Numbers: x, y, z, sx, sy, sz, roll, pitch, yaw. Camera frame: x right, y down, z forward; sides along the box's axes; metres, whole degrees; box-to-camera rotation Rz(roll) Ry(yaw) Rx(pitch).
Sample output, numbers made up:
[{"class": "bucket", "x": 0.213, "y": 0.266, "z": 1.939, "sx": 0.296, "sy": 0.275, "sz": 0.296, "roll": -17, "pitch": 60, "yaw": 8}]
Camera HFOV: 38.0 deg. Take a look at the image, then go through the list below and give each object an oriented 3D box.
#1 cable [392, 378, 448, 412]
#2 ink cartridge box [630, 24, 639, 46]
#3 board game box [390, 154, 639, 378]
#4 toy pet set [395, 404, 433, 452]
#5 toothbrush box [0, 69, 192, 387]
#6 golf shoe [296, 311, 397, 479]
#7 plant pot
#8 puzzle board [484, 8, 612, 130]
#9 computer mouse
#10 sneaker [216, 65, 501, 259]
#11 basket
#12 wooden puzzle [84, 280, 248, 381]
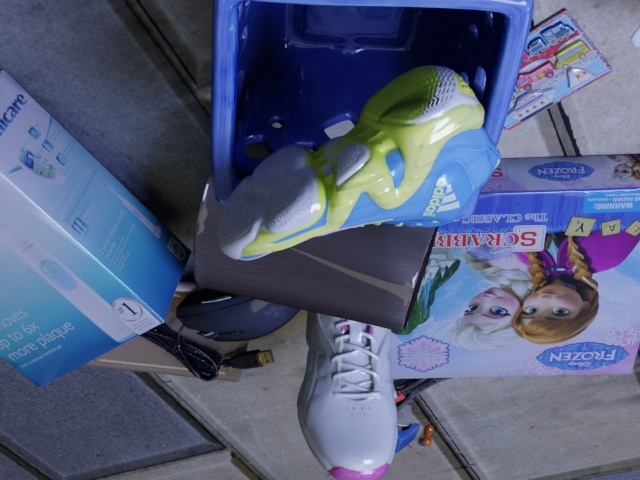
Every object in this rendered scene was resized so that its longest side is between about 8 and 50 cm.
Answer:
[{"class": "cable", "x": 0.140, "y": 0.206, "z": 1.319, "sx": 0.287, "sy": 0.072, "sz": 0.139, "roll": -14, "pitch": 132, "yaw": 16}, {"class": "ink cartridge box", "x": 0.399, "y": -0.292, "z": 0.710, "sx": 0.207, "sy": 0.119, "sz": 0.353, "roll": 9, "pitch": 147, "yaw": -9}, {"class": "board game box", "x": 0.238, "y": 0.042, "z": 1.124, "sx": 0.319, "sy": 0.065, "sz": 0.317, "roll": -2, "pitch": 133, "yaw": 3}, {"class": "toy pet set", "x": 0.121, "y": 0.309, "z": 1.440, "sx": 0.122, "sy": 0.065, "sz": 0.114, "roll": 6, "pitch": 138, "yaw": -7}, {"class": "toothbrush box", "x": -0.327, "y": -0.003, "z": 1.022, "sx": 0.216, "sy": 0.126, "sz": 0.295, "roll": -27, "pitch": 119, "yaw": 28}, {"class": "golf shoe", "x": 0.031, "y": 0.129, "z": 1.070, "sx": 0.115, "sy": 0.306, "sz": 0.140, "roll": 0, "pitch": 131, "yaw": -6}, {"class": "plant pot", "x": 0.031, "y": -0.174, "z": 0.798, "sx": 0.236, "sy": 0.212, "sz": 0.235, "roll": 3, "pitch": 139, "yaw": -3}, {"class": "puzzle board", "x": 0.219, "y": -0.169, "z": 0.950, "sx": 0.128, "sy": 0.011, "sz": 0.096, "roll": -29, "pitch": 130, "yaw": 30}, {"class": "computer mouse", "x": -0.099, "y": 0.118, "z": 1.170, "sx": 0.262, "sy": 0.060, "sz": 0.184, "roll": -21, "pitch": 137, "yaw": 26}, {"class": "sneaker", "x": 0.036, "y": -0.031, "z": 0.731, "sx": 0.240, "sy": 0.091, "sz": 0.126, "roll": -29, "pitch": 131, "yaw": 28}, {"class": "basket", "x": 0.000, "y": 0.000, "z": 0.986, "sx": 0.227, "sy": 0.154, "sz": 0.204, "roll": 17, "pitch": 135, "yaw": 9}, {"class": "wooden puzzle", "x": -0.205, "y": 0.113, "z": 1.252, "sx": 0.221, "sy": 0.044, "sz": 0.238, "roll": 8, "pitch": 142, "yaw": -8}]
